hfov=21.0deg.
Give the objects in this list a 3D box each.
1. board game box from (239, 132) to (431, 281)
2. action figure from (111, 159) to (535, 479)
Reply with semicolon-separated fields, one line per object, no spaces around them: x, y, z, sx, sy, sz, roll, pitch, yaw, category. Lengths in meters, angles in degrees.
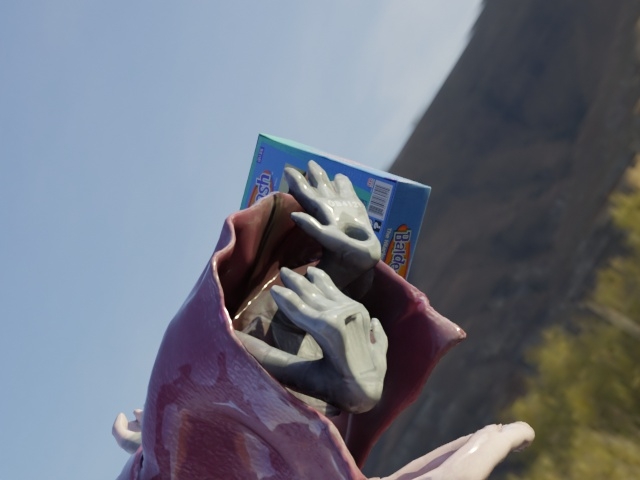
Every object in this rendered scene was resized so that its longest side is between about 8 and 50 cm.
0.000;0.000;1.605;0.047;0.210;0.160;9;-81;-41;board game box
-0.057;0.150;0.985;0.248;0.276;0.370;-13;-41;-58;action figure
